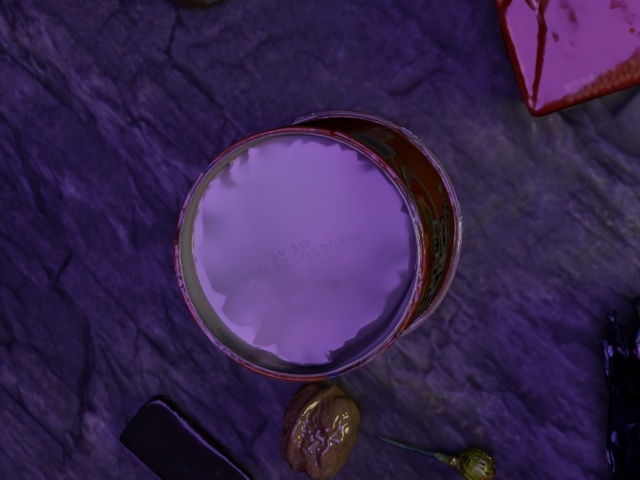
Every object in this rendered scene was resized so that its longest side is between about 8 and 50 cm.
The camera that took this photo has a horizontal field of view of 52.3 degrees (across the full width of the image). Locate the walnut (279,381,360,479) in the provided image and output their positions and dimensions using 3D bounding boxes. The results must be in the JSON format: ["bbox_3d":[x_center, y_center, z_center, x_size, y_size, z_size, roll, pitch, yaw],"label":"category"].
[{"bbox_3d":[-0.001,0.190,0.655,0.079,0.083,0.096,20,93,40],"label":"walnut"}]

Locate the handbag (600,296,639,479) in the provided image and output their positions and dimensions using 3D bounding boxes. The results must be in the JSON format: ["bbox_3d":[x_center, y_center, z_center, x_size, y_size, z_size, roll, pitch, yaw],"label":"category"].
[{"bbox_3d":[0.335,0.171,0.564,0.162,0.113,0.260,-5,93,6],"label":"handbag"}]

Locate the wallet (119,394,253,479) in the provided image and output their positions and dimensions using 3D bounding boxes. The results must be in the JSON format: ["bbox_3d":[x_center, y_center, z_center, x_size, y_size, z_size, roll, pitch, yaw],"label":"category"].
[{"bbox_3d":[-0.147,0.245,0.722,0.157,0.018,0.082,38,103,6],"label":"wallet"}]

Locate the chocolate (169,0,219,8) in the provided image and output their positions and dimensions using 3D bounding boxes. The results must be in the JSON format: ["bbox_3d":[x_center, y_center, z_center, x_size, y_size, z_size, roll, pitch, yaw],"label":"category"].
[{"bbox_3d":[-0.167,-0.382,0.627,0.185,0.100,0.303,-39,86,17],"label":"chocolate"}]

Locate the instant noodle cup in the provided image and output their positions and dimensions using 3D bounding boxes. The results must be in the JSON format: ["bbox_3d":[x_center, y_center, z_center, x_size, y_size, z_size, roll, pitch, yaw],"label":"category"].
[{"bbox_3d":[0.000,0.000,0.576,0.251,0.192,0.250,1,95,12],"label":"instant noodle cup"}]

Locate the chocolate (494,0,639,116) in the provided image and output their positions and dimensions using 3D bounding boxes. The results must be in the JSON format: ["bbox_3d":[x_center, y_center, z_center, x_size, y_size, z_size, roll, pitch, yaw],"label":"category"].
[{"bbox_3d":[0.252,-0.245,0.542,0.238,0.108,0.234,-19,91,12],"label":"chocolate"}]

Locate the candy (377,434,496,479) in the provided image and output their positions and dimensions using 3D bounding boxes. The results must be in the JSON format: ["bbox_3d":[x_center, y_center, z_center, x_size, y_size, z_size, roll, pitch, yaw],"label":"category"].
[{"bbox_3d":[0.116,0.217,0.662,0.123,0.035,0.035,10,87,20],"label":"candy"}]
